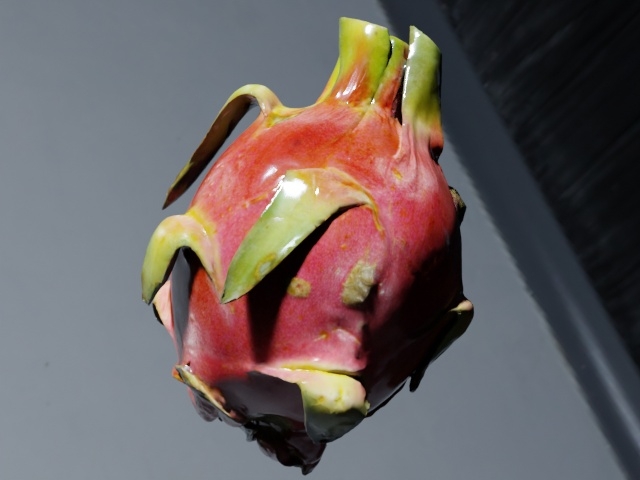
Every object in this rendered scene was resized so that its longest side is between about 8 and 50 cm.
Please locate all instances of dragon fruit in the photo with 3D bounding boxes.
[{"bbox_3d":[0.002,-0.001,0.351,0.086,0.081,0.116,33,79,-7],"label":"dragon fruit"}]
